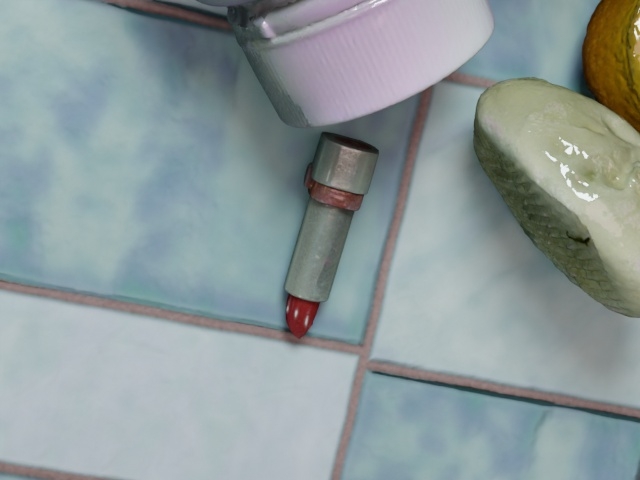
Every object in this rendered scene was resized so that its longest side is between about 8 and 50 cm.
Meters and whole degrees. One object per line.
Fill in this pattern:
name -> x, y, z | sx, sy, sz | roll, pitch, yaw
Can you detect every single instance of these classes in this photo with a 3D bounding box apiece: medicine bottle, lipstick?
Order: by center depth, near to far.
medicine bottle -> -0.008, -0.265, 1.041 | 0.241, 0.241, 0.302 | -29, 113, -3
lipstick -> -0.001, 0.000, 1.184 | 0.057, 0.063, 0.186 | 15, 102, -9

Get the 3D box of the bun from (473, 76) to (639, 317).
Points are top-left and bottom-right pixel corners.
bun -> 0.230, -0.047, 1.137 | 0.116, 0.210, 0.237 | -35, 89, -3

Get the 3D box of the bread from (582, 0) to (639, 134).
bread -> 0.367, -0.177, 1.166 | 0.270, 0.143, 0.195 | -25, 93, -8
